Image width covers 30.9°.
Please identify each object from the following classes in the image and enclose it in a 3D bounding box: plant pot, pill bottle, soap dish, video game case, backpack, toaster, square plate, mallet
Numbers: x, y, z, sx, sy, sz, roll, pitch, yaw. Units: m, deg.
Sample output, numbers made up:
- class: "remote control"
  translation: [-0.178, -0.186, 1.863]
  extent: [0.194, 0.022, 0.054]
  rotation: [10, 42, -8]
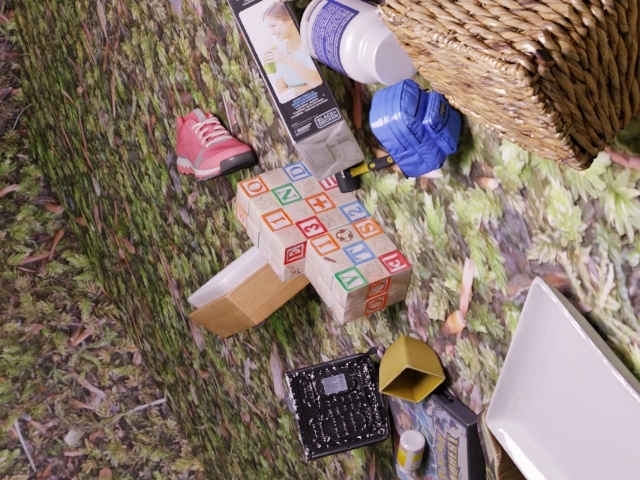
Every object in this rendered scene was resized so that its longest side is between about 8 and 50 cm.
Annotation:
- class: "plant pot"
  translation: [0.146, 0.206, 1.913]
  extent: [0.081, 0.081, 0.083]
  rotation: [-49, 33, 36]
- class: "pill bottle"
  translation: [0.155, 0.368, 2.001]
  extent: [0.043, 0.043, 0.083]
  rotation: [51, 149, 37]
- class: "soap dish"
  translation: [-0.120, 0.082, 2.248]
  extent: [0.118, 0.229, 0.291]
  rotation: [53, 157, -3]
- class: "video game case"
  translation: [0.198, 0.360, 2.002]
  extent: [0.248, 0.035, 0.274]
  rotation: [37, 141, 51]
- class: "pill bottle"
  translation: [0.061, -0.287, 1.666]
  extent: [0.187, 0.112, 0.112]
  rotation: [38, 142, 51]
- class: "backpack"
  translation: [0.130, -0.165, 1.597]
  extent: [0.101, 0.098, 0.120]
  rotation: [-24, 129, 32]
- class: "toaster"
  translation: [0.040, 0.297, 2.101]
  extent: [0.110, 0.186, 0.168]
  rotation: [73, -178, -79]
- class: "square plate"
  translation: [0.364, 0.268, 1.546]
  extent: [0.344, 0.049, 0.347]
  rotation: [52, 152, 33]
- class: "mallet"
  translation: [0.074, -0.128, 1.878]
  extent: [0.190, 0.039, 0.062]
  rotation: [-29, 81, 62]

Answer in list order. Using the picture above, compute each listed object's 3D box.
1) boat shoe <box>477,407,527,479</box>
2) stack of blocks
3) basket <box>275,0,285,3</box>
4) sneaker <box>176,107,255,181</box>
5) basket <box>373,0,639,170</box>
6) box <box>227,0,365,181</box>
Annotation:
- class: "boat shoe"
  translation: [0.280, 0.330, 1.783]
  extent: [0.049, 0.056, 0.152]
  rotation: [151, 107, -72]
- class: "stack of blocks"
  translation: [0.000, 0.000, 1.965]
  extent: [0.297, 0.171, 0.087]
  rotation: [52, 152, 33]
- class: "basket"
  translation: [-0.022, -0.442, 1.731]
  extent: [0.113, 0.103, 0.167]
  rotation: [66, 156, 6]
- class: "sneaker"
  translation: [-0.237, -0.202, 2.385]
  extent: [0.314, 0.116, 0.136]
  rotation: [13, 120, 63]
- class: "basket"
  translation: [0.254, -0.239, 1.313]
  extent: [0.213, 0.223, 0.299]
  rotation: [45, 176, -39]
- class: "box"
  translation: [-0.039, -0.256, 1.833]
  extent: [0.290, 0.087, 0.169]
  rotation: [66, -175, 21]
